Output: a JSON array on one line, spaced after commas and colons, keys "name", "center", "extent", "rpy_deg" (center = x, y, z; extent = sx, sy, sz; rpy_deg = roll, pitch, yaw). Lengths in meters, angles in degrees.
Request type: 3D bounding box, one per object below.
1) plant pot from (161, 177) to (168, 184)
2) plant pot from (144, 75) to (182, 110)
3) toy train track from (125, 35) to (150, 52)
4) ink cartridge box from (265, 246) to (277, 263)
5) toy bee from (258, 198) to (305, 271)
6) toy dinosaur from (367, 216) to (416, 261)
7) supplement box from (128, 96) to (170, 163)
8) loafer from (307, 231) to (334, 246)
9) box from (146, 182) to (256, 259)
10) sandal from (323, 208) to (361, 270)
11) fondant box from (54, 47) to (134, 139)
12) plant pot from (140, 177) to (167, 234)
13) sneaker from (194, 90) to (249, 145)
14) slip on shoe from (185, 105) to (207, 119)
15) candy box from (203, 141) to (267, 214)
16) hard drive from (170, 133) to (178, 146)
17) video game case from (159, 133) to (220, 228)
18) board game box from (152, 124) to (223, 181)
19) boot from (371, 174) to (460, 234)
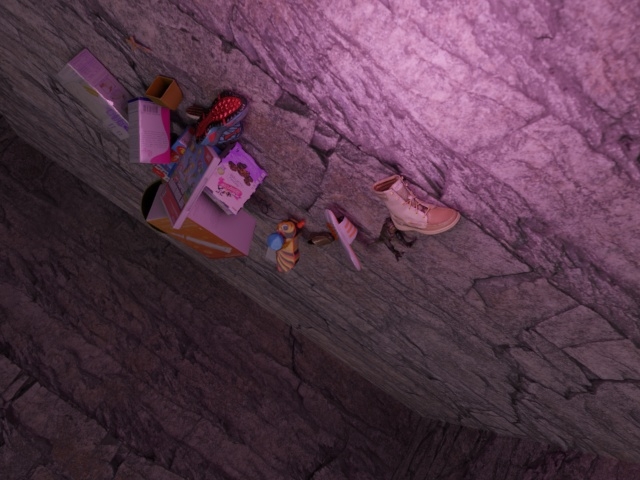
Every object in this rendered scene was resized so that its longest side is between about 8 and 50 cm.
[{"name": "plant pot", "center": [-0.596, -0.200, 1.878], "extent": [0.236, 0.032, 0.236], "rpy_deg": [39, -178, -1]}, {"name": "plant pot", "center": [-0.502, -0.474, 1.420], "extent": [0.081, 0.081, 0.083], "rpy_deg": [23, 167, 26]}, {"name": "toy train track", "center": [-0.552, -0.596, 1.321], "extent": [0.083, 0.014, 0.048], "rpy_deg": [27, 151, 3]}, {"name": "ink cartridge box", "center": [-0.193, 0.060, 2.159], "extent": [0.145, 0.045, 0.179], "rpy_deg": [32, 140, 7]}, {"name": "toy bee", "center": [-0.135, -0.016, 1.741], "extent": [0.162, 0.195, 0.298], "rpy_deg": [-8, 128, 24]}, {"name": "toy dinosaur", "center": [0.231, -0.001, 1.396], "extent": [0.118, 0.064, 0.268], "rpy_deg": [38, 161, 7]}, {"name": "supplement box", "center": [-0.608, -0.383, 1.543], "extent": [0.111, 0.220, 0.114], "rpy_deg": [-4, -171, -42]}, {"name": "loafer", "center": [0.000, 0.000, 1.725], "extent": [0.056, 0.050, 0.148], "rpy_deg": [45, 156, -25]}, {"name": "box", "center": [-0.451, -0.076, 1.691], "extent": [0.215, 0.168, 0.345], "rpy_deg": [-6, 150, 33]}, {"name": "sandal", "center": [0.096, -0.014, 1.526], "extent": [0.265, 0.076, 0.102], "rpy_deg": [60, 170, -26]}, {"name": "fondant box", "center": [-0.845, -0.558, 1.700], "extent": [0.238, 0.096, 0.330], "rpy_deg": [6, 146, 49]}, {"name": "plant pot", "center": [-0.749, -0.180, 2.178], "extent": [0.275, 0.275, 0.293], "rpy_deg": [43, 172, -20]}, {"name": "sneaker", "center": [-0.281, -0.369, 1.333], "extent": [0.125, 0.104, 0.262], "rpy_deg": [1, 168, -42]}, {"name": "slip on shoe", "center": [-0.385, -0.407, 1.429], "extent": [0.135, 0.051, 0.041], "rpy_deg": [17, 149, 20]}, {"name": "candy box", "center": [-0.307, -0.214, 1.515], "extent": [0.070, 0.196, 0.165], "rpy_deg": [7, 147, 52]}, {"name": "hard drive", "center": [-0.592, -0.315, 1.887], "extent": [0.237, 0.064, 0.339], "rpy_deg": [10, 149, 45]}, {"name": "video game case", "center": [-0.447, -0.206, 1.465], "extent": [0.025, 0.285, 0.204], "rpy_deg": [19, -156, -44]}, {"name": "board game box", "center": [-0.461, -0.258, 1.691], "extent": [0.308, 0.086, 0.302], "rpy_deg": [39, 147, -22]}, {"name": "boot", "center": [0.247, -0.098, 1.149], "extent": [0.213, 0.077, 0.165], "rpy_deg": [5, 142, 51]}]
